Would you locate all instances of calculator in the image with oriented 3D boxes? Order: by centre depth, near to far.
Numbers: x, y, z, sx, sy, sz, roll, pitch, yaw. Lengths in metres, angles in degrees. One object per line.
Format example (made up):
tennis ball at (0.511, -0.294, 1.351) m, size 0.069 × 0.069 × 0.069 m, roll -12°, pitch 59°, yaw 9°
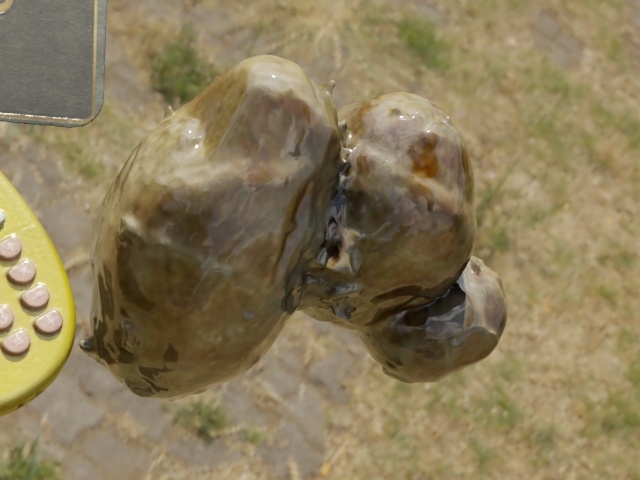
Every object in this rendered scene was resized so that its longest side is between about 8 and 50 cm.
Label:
calculator at (-0.241, 0.005, 0.878) m, size 0.146 × 0.032 × 0.235 m, roll -33°, pitch 74°, yaw -29°

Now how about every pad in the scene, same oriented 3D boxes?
pad at (-0.433, -0.296, 1.748) m, size 0.375 × 0.063 × 0.314 m, roll 4°, pitch 66°, yaw -15°

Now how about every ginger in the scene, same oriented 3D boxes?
ginger at (0.000, 0.000, 0.991) m, size 0.304 × 0.244 × 0.155 m, roll 4°, pitch 22°, yaw -25°
